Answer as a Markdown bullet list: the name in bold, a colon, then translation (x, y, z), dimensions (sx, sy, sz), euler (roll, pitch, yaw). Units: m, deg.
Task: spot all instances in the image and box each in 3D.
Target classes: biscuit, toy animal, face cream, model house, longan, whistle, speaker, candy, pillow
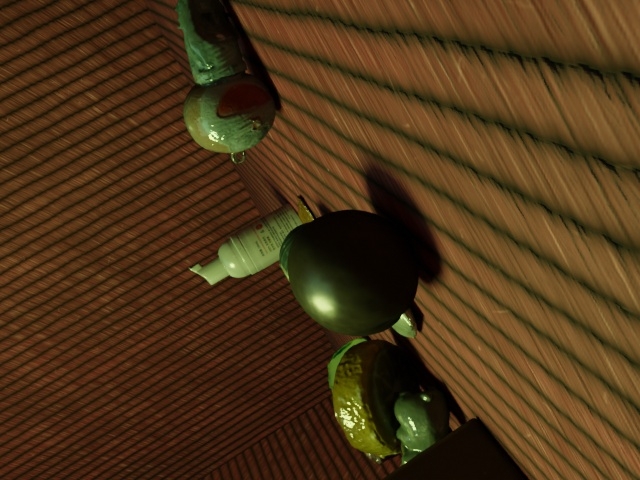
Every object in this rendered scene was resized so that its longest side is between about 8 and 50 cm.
- **biscuit**: translation (0.000, 0.000, 1.571), dimensions (0.236, 0.013, 0.232), euler (57, 172, 9)
- **toy animal**: translation (0.218, 0.432, 1.168), dimensions (0.127, 0.125, 0.251), euler (13, -113, -61)
- **face cream**: translation (-0.224, 0.033, 1.777), dimensions (0.145, 0.370, 0.145), euler (59, 173, 12)
- **model house**: translation (0.154, 0.438, 1.817), dimensions (0.189, 0.195, 0.214), euler (37, -163, -23)
- **longan**: translation (0.049, 0.046, 0.826), dimensions (0.198, 0.198, 0.212), euler (56, -173, 24)
- **whistle**: translation (-0.186, -0.309, 1.089), dimensions (0.189, 0.189, 0.347), euler (-134, 29, -59)
- **speaker**: translation (0.240, 0.469, 1.016), dimensions (0.192, 0.231, 0.153), euler (52, 169, 44)
- **candy**: translation (0.131, 0.352, 1.287), dimensions (0.260, 0.118, 0.259), euler (30, -129, -44)
- **pillow**: translation (0.108, 0.084, 1.072), dimensions (0.229, 0.051, 0.128), euler (55, 174, 18)

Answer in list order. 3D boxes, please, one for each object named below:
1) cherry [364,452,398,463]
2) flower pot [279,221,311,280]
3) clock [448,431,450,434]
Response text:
- **cherry**: translation (0.155, 0.444, 1.503), dimensions (0.300, 0.203, 0.230), euler (-92, -11, -45)
- **flower pot**: translation (0.003, 0.063, 1.266), dimensions (0.243, 0.157, 0.189), euler (53, 172, 47)
- **clock**: translation (0.267, 0.510, 1.401), dimensions (0.050, 0.152, 0.110), euler (34, -151, 4)
